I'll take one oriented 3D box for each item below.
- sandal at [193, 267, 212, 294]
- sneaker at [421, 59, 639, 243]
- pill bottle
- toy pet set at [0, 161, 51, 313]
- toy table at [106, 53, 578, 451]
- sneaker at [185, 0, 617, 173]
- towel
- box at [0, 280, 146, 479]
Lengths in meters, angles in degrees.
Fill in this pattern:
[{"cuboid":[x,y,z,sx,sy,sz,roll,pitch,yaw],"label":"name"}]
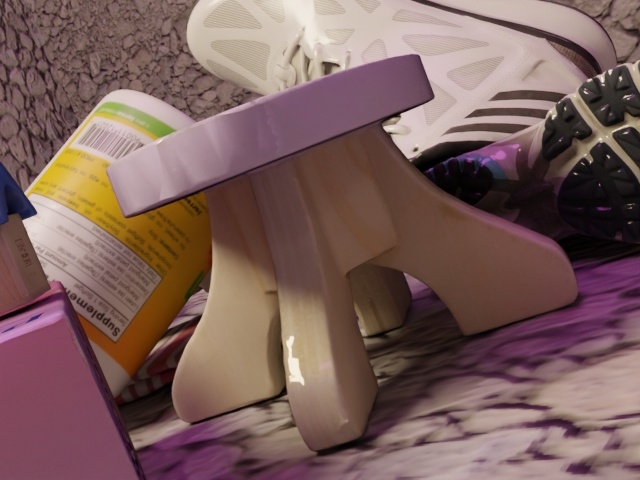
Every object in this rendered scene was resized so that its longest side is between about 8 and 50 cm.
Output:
[{"cuboid":[-0.202,-0.003,0.786,0.416,0.102,0.169,-7,10,-4],"label":"sandal"},{"cuboid":[0.186,-0.053,0.592,0.283,0.110,0.122,-15,6,44],"label":"sneaker"},{"cuboid":[-0.166,0.027,0.634,0.246,0.136,0.136,-56,20,-20],"label":"pill bottle"},{"cuboid":[-0.179,0.014,0.377,0.114,0.065,0.122,-22,7,-2],"label":"toy pet set"},{"cuboid":[0.000,0.000,0.523,0.252,0.161,0.274,-19,7,27],"label":"toy table"},{"cuboid":[0.037,-0.143,0.857,0.447,0.169,0.257,12,44,17],"label":"sneaker"},{"cuboid":[-0.084,0.081,0.726,0.197,0.029,0.144,-23,7,13],"label":"towel"},{"cuboid":[-0.193,0.116,0.401,0.213,0.117,0.243,-23,8,-15],"label":"box"}]
